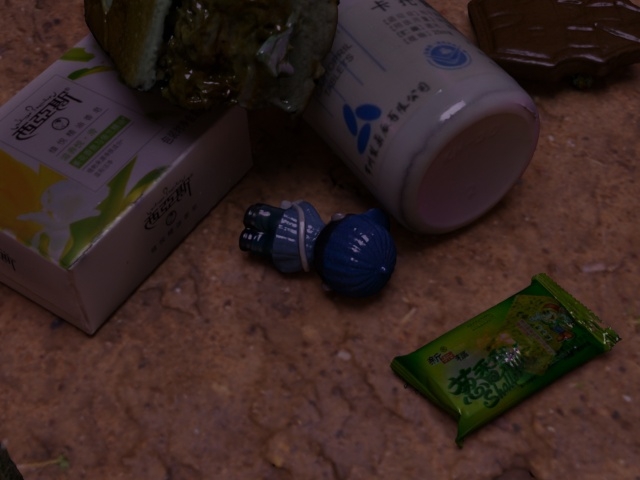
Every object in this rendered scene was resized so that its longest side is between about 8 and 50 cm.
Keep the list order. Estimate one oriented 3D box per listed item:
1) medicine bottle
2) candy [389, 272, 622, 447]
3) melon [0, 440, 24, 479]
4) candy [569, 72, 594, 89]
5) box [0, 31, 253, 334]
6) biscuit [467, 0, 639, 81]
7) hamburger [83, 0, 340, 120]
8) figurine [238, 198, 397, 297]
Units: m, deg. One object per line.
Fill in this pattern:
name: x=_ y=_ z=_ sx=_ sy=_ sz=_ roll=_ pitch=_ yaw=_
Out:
medicine bottle: x=0.065 y=-0.153 z=1.054 sx=0.170 sy=0.170 sz=0.293 roll=-26 pitch=52 yaw=-18
candy: x=0.160 y=0.097 z=0.936 sx=0.178 sy=0.032 sz=0.102 roll=-27 pitch=55 yaw=-19
melon: x=-0.256 y=0.215 z=0.816 sx=0.139 sy=0.202 sz=0.093 roll=22 pitch=25 yaw=-23
candy: x=0.265 y=-0.190 z=1.172 sx=0.025 sy=0.023 sz=0.083 roll=11 pitch=26 yaw=-47
box: x=-0.217 y=-0.065 z=1.032 sx=0.194 sy=0.111 sz=0.260 roll=26 pitch=58 yaw=21
biscuit: x=0.275 y=-0.236 z=1.179 sx=0.215 sy=0.034 sz=0.182 roll=-4 pitch=41 yaw=0
hamburger: x=-0.102 y=-0.235 z=1.000 sx=0.167 sy=0.192 sz=0.288 roll=7 pitch=29 yaw=-34
figurine: x=0.000 y=0.000 z=0.995 sx=0.149 sy=0.087 sz=0.086 roll=15 pitch=91 yaw=15
